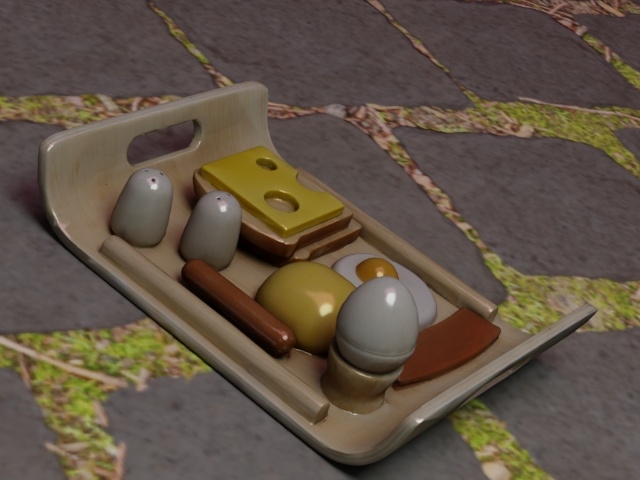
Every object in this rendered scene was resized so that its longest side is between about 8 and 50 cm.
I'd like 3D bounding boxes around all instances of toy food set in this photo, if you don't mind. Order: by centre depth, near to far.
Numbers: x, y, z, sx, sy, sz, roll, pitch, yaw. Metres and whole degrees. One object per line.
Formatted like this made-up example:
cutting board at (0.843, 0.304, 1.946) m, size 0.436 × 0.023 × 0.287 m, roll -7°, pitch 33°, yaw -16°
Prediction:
toy food set at (0.000, 0.000, 0.916) m, size 0.306 × 0.092 × 0.219 m, roll 37°, pitch 35°, yaw 23°
